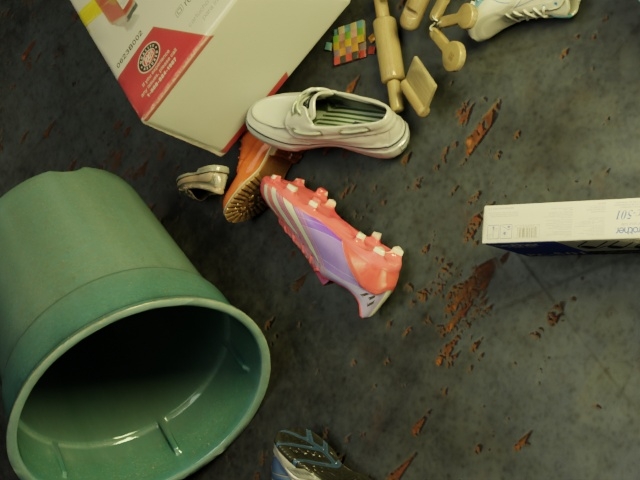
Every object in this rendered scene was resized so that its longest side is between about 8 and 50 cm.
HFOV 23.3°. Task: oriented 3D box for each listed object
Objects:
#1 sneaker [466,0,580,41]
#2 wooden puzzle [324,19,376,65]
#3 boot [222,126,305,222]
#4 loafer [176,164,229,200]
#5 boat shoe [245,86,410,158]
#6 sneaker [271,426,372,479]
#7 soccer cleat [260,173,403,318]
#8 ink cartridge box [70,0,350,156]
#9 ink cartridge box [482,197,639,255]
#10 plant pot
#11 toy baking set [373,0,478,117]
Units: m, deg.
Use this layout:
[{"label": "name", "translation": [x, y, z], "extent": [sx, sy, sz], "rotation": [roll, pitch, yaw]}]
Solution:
[{"label": "sneaker", "translation": [0.248, -0.277, 1.770], "extent": [0.190, 0.071, 0.083], "rotation": [-37, 66, 29]}, {"label": "wooden puzzle", "translation": [0.038, -0.252, 1.979], "extent": [0.083, 0.006, 0.049], "rotation": [-13, 73, 38]}, {"label": "boot", "translation": [-0.085, -0.100, 2.023], "extent": [0.158, 0.059, 0.084], "rotation": [-54, 50, 8]}, {"label": "loafer", "translation": [-0.160, -0.071, 2.065], "extent": [0.125, 0.045, 0.039], "rotation": [-18, 68, 60]}, {"label": "boat shoe", "translation": [0.002, -0.159, 1.917], "extent": [0.226, 0.076, 0.083], "rotation": [7, 60, 26]}, {"label": "sneaker", "translation": [0.016, 0.315, 1.855], "extent": [0.211, 0.080, 0.081], "rotation": [44, 131, 37]}, {"label": "soccer cleat", "translation": [0.000, 0.000, 1.917], "extent": [0.248, 0.083, 0.095], "rotation": [36, 109, 36]}, {"label": "ink cartridge box", "translation": [-0.174, -0.348, 2.049], "extent": [0.279, 0.160, 0.385], "rotation": [-50, 48, 20]}, {"label": "ink cartridge box", "translation": [0.286, -0.013, 1.666], "extent": [0.207, 0.097, 0.046], "rotation": [-2, 80, 40]}, {"label": "plant pot", "translation": [-0.284, 0.100, 1.992], "extent": [0.341, 0.341, 0.334], "rotation": [-52, 45, 20]}, {"label": "toy baking set", "translation": [0.124, -0.278, 1.864], "extent": [0.196, 0.030, 0.256], "rotation": [-36, 57, 50]}]
